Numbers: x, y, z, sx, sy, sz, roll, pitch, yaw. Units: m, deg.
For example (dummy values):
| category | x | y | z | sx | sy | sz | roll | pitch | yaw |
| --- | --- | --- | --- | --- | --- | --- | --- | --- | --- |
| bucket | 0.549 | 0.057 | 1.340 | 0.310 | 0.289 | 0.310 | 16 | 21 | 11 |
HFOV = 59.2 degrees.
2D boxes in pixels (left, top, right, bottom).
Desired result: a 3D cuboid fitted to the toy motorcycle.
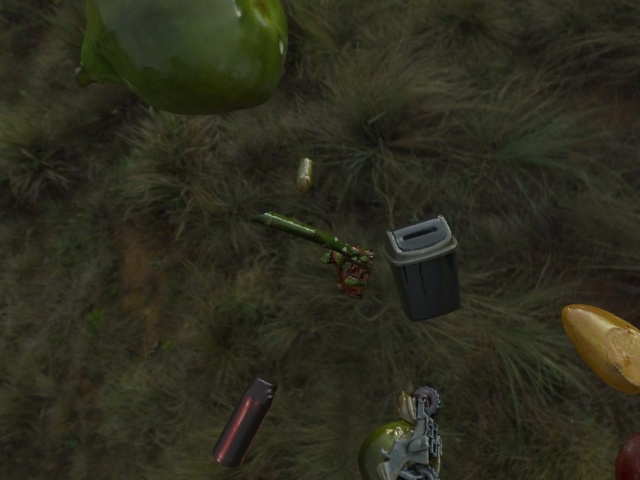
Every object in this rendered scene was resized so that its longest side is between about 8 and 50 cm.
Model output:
| category | x | y | z | sx | sy | sz | roll | pitch | yaw |
| --- | --- | --- | --- | --- | --- | --- | --- | --- | --- |
| toy motorcycle | 0.176 | 0.401 | 1.119 | 0.129 | 0.094 | 0.229 | -16 | 46 | 30 |

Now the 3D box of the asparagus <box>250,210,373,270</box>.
| category | x | y | z | sx | sy | sz | roll | pitch | yaw |
| --- | --- | --- | --- | --- | --- | --- | --- | --- | --- |
| asparagus | 0.000 | 0.001 | 0.848 | 0.034 | 0.236 | 0.027 | -37 | 41 | 40 |

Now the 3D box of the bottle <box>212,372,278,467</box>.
| category | x | y | z | sx | sy | sz | roll | pitch | yaw |
| --- | --- | --- | --- | --- | --- | --- | --- | --- | --- |
| bottle | -0.125 | 0.304 | 0.962 | 0.060 | 0.060 | 0.164 | 32 | 100 | 29 |

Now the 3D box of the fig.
| category | x | y | z | sx | sy | sz | roll | pitch | yaw |
| --- | --- | --- | --- | --- | --- | --- | --- | --- | --- |
| fig | -0.197 | -0.254 | 0.680 | 0.313 | 0.233 | 0.233 | -1 | 72 | 5 |

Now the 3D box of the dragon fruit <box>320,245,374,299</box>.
| category | x | y | z | sx | sy | sz | roll | pitch | yaw |
| --- | --- | --- | --- | --- | --- | --- | --- | --- | --- |
| dragon fruit | 0.076 | 0.060 | 1.308 | 0.142 | 0.175 | 0.138 | -46 | 25 | 30 |

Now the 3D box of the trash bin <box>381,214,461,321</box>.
| category | x | y | z | sx | sy | sz | roll | pitch | yaw |
| --- | --- | --- | --- | --- | --- | --- | --- | --- | --- |
| trash bin | 0.306 | 0.080 | 1.682 | 0.209 | 0.291 | 0.182 | -17 | 23 | -4 |

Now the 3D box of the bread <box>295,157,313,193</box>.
| category | x | y | z | sx | sy | sz | roll | pitch | yaw |
| --- | --- | --- | --- | --- | --- | --- | --- | --- | --- |
| bread | -0.033 | -0.139 | 1.210 | 0.033 | 0.049 | 0.088 | 16 | 48 | -13 |

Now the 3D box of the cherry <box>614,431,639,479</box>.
| category | x | y | z | sx | sy | sz | roll | pitch | yaw |
| --- | --- | --- | --- | --- | --- | --- | --- | --- | --- |
| cherry | 0.614 | 0.430 | 0.920 | 0.206 | 0.239 | 0.240 | -49 | 51 | 51 |

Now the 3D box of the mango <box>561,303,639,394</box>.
| category | x | y | z | sx | sy | sz | roll | pitch | yaw |
| --- | --- | --- | --- | --- | --- | --- | --- | --- | --- |
| mango | 0.730 | 0.261 | 1.444 | 0.187 | 0.138 | 0.257 | -27 | 68 | -35 |

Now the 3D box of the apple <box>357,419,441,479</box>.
| category | x | y | z | sx | sy | sz | roll | pitch | yaw |
| --- | --- | --- | --- | --- | --- | --- | --- | --- | --- |
| apple | 0.184 | 0.510 | 1.295 | 0.196 | 0.196 | 0.157 | -43 | 40 | 6 |
